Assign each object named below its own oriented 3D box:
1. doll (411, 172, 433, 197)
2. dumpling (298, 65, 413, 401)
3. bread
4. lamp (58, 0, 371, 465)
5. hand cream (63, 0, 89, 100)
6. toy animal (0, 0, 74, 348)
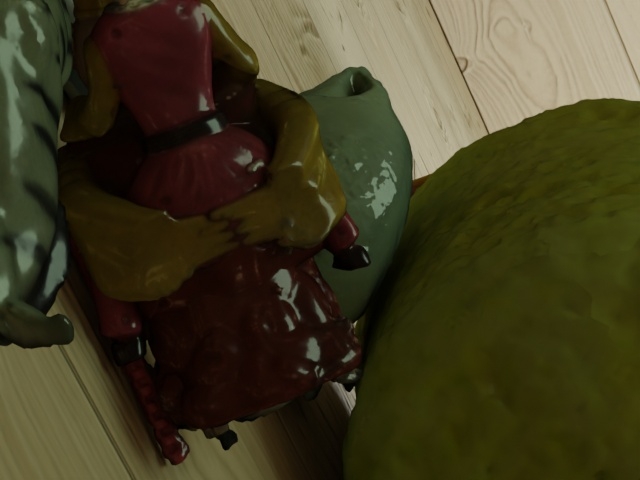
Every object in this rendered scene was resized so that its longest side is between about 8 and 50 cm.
[{"bbox_3d":[0.175,0.033,1.732,0.167,0.162,0.269,24,40,-28],"label":"doll"},{"bbox_3d":[-0.011,-0.010,1.080,0.108,0.152,0.219,28,42,-3],"label":"dumpling"},{"bbox_3d":[0.166,0.103,1.080,0.348,0.348,0.308,67,18,-5],"label":"bread"},{"bbox_3d":[-0.064,-0.041,0.801,0.118,0.118,0.253,-55,122,-78],"label":"lamp"},{"bbox_3d":[-0.107,-0.089,0.876,0.170,0.043,0.065,54,15,-35],"label":"hand cream"},{"bbox_3d":[-0.122,-0.064,0.678,0.217,0.073,0.176,-90,162,-76],"label":"toy animal"}]
